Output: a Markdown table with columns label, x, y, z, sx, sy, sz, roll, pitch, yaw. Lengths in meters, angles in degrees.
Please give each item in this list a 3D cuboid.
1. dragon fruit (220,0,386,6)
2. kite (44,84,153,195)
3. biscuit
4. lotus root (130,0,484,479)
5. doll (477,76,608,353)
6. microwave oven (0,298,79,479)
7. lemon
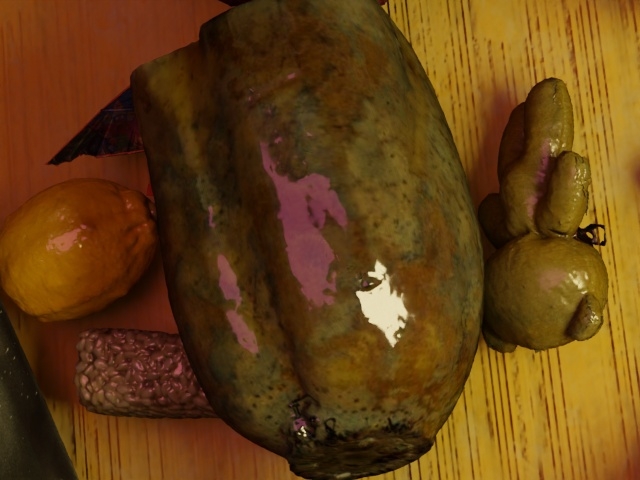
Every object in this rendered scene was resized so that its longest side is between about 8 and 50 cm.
| label | x | y | z | sx | sy | sz | roll | pitch | yaw |
| --- | --- | --- | --- | --- | --- | --- | --- | --- | --- |
| dragon fruit | -0.013 | -0.326 | 1.415 | 0.329 | 0.329 | 0.329 | -4 | 78 | 22 |
| kite | -0.137 | -0.093 | 1.544 | 0.190 | 0.010 | 0.159 | -10 | 48 | -5 |
| biscuit | -0.118 | 0.109 | 1.493 | 0.168 | 0.082 | 0.070 | 1 | 82 | 22 |
| lotus root | 0.000 | 0.000 | 1.376 | 0.250 | 0.250 | 0.346 | -19 | 72 | 18 |
| doll | 0.176 | -0.016 | 1.397 | 0.137 | 0.097 | 0.209 | -23 | 58 | 57 |
| microwave oven | -0.389 | 0.212 | 1.450 | 0.374 | 0.236 | 0.432 | -26 | 86 | 17 |
| lemon | -0.199 | 0.006 | 1.530 | 0.155 | 0.114 | 0.114 | -30 | 70 | 18 |
